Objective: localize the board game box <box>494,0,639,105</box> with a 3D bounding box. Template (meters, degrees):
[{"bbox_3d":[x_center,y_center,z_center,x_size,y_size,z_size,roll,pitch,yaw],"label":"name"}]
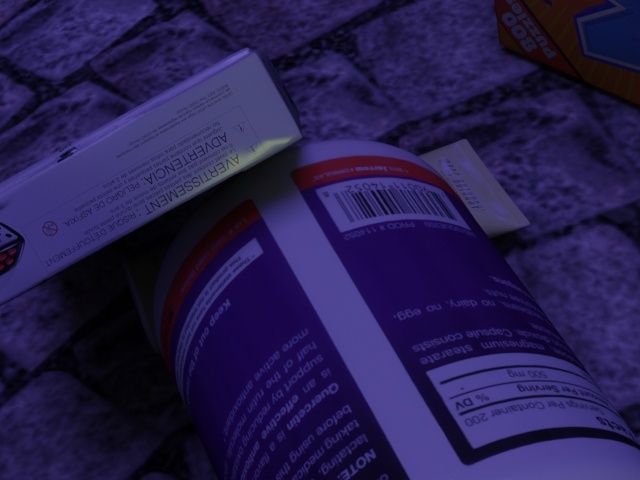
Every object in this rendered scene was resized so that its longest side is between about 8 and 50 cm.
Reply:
[{"bbox_3d":[0.336,-0.288,0.870,0.356,0.356,0.356,30,61,35],"label":"board game box"}]

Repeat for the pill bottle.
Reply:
[{"bbox_3d":[0.048,0.108,0.691,0.182,0.181,0.323,-23,46,-8],"label":"pill bottle"}]

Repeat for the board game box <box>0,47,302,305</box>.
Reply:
[{"bbox_3d":[-0.106,-0.041,0.819,0.193,0.053,0.305,-29,7,3],"label":"board game box"}]

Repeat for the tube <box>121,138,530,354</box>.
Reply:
[{"bbox_3d":[0.000,0.000,0.896,0.240,0.062,0.070,-19,85,-10],"label":"tube"}]
